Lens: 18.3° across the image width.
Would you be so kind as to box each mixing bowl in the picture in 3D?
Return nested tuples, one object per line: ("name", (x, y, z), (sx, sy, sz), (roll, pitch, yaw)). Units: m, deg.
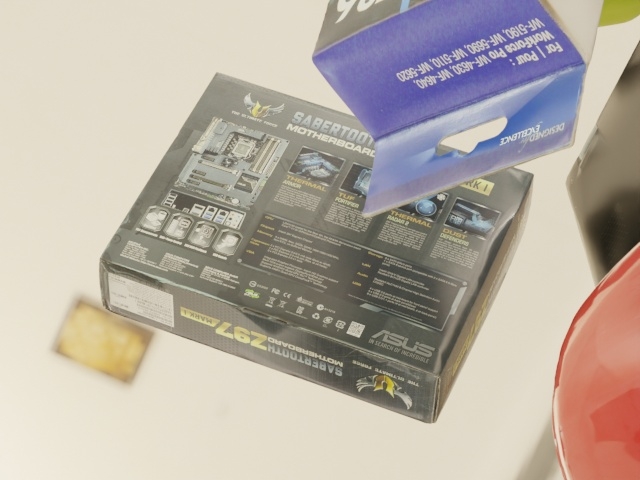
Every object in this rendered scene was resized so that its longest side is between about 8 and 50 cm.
("mixing bowl", (0.152, 0.068, 0.749), (0.098, 0.181, 0.181), (-20, 38, 39))

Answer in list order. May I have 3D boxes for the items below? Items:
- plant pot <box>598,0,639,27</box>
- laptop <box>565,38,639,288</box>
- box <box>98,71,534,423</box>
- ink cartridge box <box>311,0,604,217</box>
("plant pot", (0.137, -0.272, 1.504), (0.227, 0.228, 0.207), (-114, 18, -62))
("laptop", (0.331, -0.115, 1.188), (0.408, 0.236, 0.382), (-98, 22, -45))
("box", (0.000, 0.000, 1.279), (0.059, 0.233, 0.183), (93, -161, -51))
("ink cartridge box", (0.089, -0.183, 1.044), (0.165, 0.065, 0.332), (-20, 49, 49))
